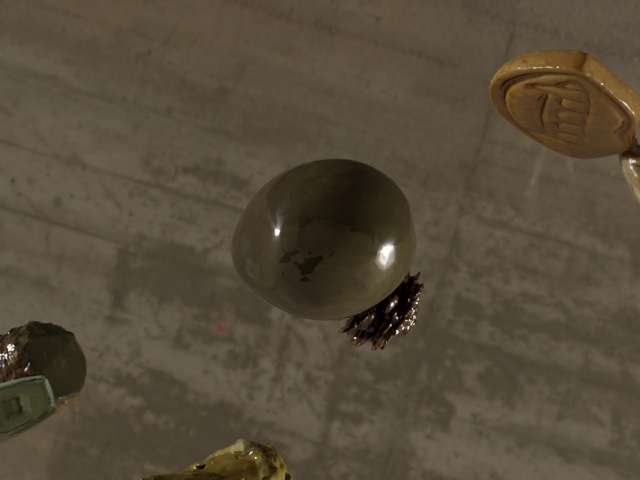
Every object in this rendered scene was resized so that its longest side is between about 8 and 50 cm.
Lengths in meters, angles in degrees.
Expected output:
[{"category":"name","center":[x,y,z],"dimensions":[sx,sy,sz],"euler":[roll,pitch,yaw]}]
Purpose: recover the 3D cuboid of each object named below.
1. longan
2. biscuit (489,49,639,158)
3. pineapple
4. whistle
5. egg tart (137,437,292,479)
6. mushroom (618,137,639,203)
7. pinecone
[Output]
[{"category":"longan","center":[0.000,0.000,1.422],"dimensions":[0.248,0.248,0.248],"euler":[16,174,2]},{"category":"biscuit","center":[0.227,-0.123,1.013],"dimensions":[0.142,0.029,0.221],"euler":[20,171,13]},{"category":"pineapple","center":[-0.346,0.156,1.180],"dimensions":[0.197,0.108,0.108],"euler":[-20,154,30]},{"category":"whistle","center":[-0.349,0.178,0.951],"dimensions":[0.235,0.114,0.077],"euler":[-21,167,-7]},{"category":"egg tart","center":[-0.140,0.318,0.988],"dimensions":[0.132,0.341,0.341],"euler":[26,172,-13]},{"category":"mushroom","center":[0.400,-0.068,1.066],"dimensions":[0.212,0.097,0.088],"euler":[-2,164,-2]},{"category":"pinecone","center":[0.078,0.086,1.695],"dimensions":[0.173,0.174,0.173],"euler":[16,174,2]}]
